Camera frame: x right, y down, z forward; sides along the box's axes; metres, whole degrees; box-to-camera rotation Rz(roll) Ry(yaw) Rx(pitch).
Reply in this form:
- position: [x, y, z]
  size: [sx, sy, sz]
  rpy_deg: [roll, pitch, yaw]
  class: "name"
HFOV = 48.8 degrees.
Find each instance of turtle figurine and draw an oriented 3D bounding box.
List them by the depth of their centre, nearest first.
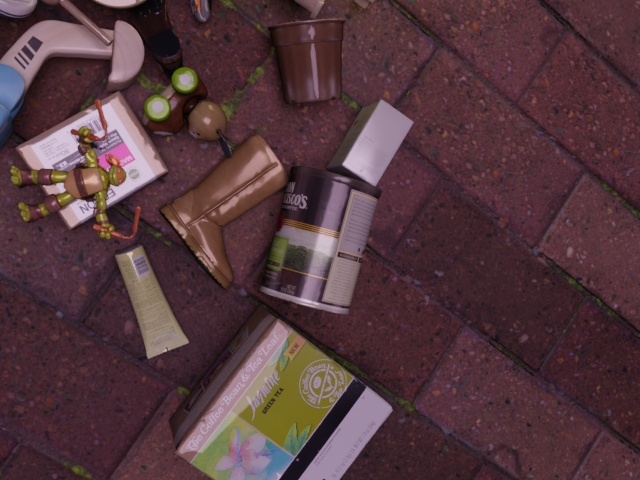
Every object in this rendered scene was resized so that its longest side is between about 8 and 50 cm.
- position: [-0.465, -0.121, 1.343]
  size: [0.218, 0.087, 0.269]
  rpy_deg: [-12, 105, -6]
  class: "turtle figurine"

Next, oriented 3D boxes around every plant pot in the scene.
- position: [-0.023, -0.381, 1.515]
  size: [0.167, 0.167, 0.165]
  rpy_deg: [-9, 104, -15]
  class: "plant pot"

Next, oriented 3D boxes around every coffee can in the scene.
- position: [0.000, 0.000, 1.509]
  size: [0.202, 0.201, 0.275]
  rpy_deg: [15, 89, -16]
  class: "coffee can"

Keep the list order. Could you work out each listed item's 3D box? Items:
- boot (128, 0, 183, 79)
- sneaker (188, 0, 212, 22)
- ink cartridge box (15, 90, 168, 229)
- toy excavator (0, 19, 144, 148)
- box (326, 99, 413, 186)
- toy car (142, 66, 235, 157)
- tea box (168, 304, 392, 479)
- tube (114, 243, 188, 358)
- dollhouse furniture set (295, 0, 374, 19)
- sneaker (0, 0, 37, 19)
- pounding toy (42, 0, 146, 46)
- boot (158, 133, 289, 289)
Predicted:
- position: [-0.342, -0.434, 1.467]
  size: [0.082, 0.106, 0.219]
  rpy_deg: [-19, 69, -9]
  class: "boot"
- position: [-0.234, -0.566, 1.480]
  size: [0.083, 0.084, 0.214]
  rpy_deg: [2, 91, -21]
  class: "sneaker"
- position: [-0.458, -0.161, 1.433]
  size: [0.235, 0.088, 0.193]
  rpy_deg: [-34, 100, -12]
  class: "ink cartridge box"
- position: [-0.615, -0.315, 1.334]
  size: [0.433, 0.222, 0.445]
  rpy_deg: [31, 76, -16]
  class: "toy excavator"
- position: [0.107, -0.211, 1.566]
  size: [0.091, 0.130, 0.170]
  rpy_deg: [33, 84, -14]
  class: "box"
- position: [-0.252, -0.237, 1.442]
  size: [0.188, 0.155, 0.149]
  rpy_deg: [43, 82, -8]
  class: "toy car"
- position: [-0.091, 0.369, 1.493]
  size: [0.324, 0.220, 0.329]
  rpy_deg: [39, 83, -13]
  class: "tea box"
- position: [-0.365, 0.128, 1.493]
  size: [0.070, 0.062, 0.240]
  rpy_deg: [-12, 105, 29]
  class: "tube"
- position: [-0.043, -0.576, 1.395]
  size: [0.356, 0.174, 0.303]
  rpy_deg: [32, 46, -5]
  class: "dollhouse furniture set"
- position: [-0.671, -0.497, 1.319]
  size: [0.321, 0.127, 0.126]
  rpy_deg: [39, 41, 3]
  class: "sneaker"
- position: [-0.423, -0.517, 1.385]
  size: [0.183, 0.110, 0.236]
  rpy_deg: [36, 82, -19]
  class: "pounding toy"
- position: [-0.174, -0.061, 1.518]
  size: [0.270, 0.089, 0.236]
  rpy_deg: [-37, 102, -12]
  class: "boot"
